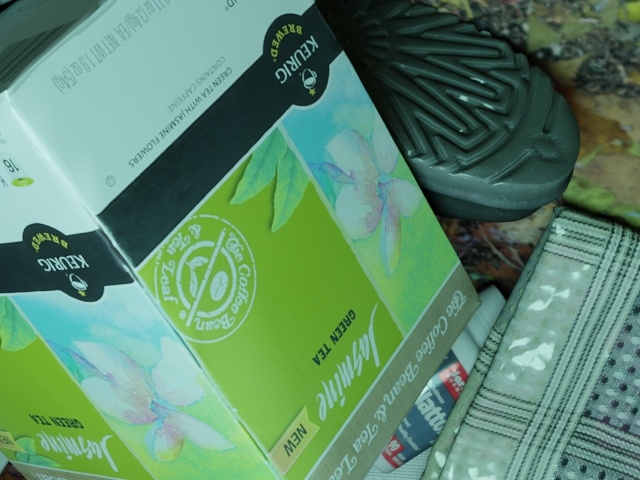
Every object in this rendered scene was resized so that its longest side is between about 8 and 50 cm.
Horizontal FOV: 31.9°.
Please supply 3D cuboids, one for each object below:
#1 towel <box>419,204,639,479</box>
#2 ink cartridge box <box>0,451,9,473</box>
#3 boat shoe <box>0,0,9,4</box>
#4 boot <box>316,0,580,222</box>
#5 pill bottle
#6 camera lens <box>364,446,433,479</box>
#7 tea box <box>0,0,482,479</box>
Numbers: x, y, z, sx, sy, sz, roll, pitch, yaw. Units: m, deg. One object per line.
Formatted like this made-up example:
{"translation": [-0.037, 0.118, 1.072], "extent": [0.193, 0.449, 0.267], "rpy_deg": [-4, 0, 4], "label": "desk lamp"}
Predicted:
{"translation": [0.271, 0.166, 0.935], "extent": [0.312, 0.056, 0.324], "rpy_deg": [22, 111, 0], "label": "towel"}
{"translation": [-0.432, 0.171, 1.353], "extent": [0.197, 0.273, 0.114], "rpy_deg": [-1, 133, 34], "label": "ink cartridge box"}
{"translation": [-0.279, -0.310, 0.756], "extent": [0.367, 0.156, 0.136], "rpy_deg": [49, 155, 18], "label": "boat shoe"}
{"translation": [-0.002, -0.001, 0.955], "extent": [0.367, 0.146, 0.445], "rpy_deg": [27, 143, 16], "label": "boot"}
{"translation": [0.105, 0.121, 1.023], "extent": [0.180, 0.108, 0.108], "rpy_deg": [-34, 123, 5], "label": "pill bottle"}
{"translation": [0.100, 0.254, 1.164], "extent": [0.274, 0.219, 0.219], "rpy_deg": [-5, 135, 37], "label": "camera lens"}
{"translation": [-0.129, -0.002, 0.751], "extent": [0.329, 0.220, 0.323], "rpy_deg": [-5, 127, 45], "label": "tea box"}
